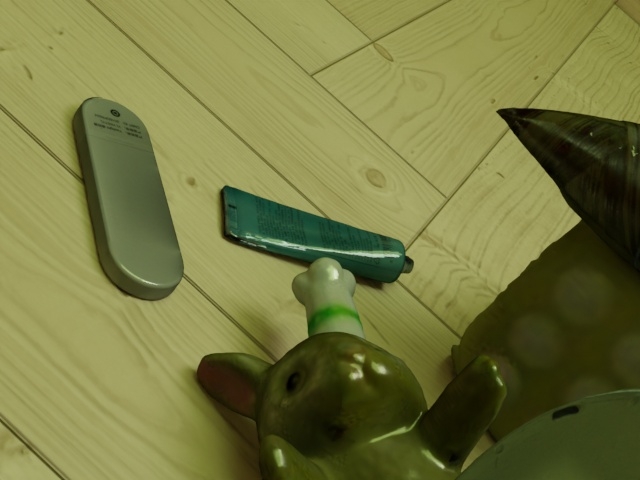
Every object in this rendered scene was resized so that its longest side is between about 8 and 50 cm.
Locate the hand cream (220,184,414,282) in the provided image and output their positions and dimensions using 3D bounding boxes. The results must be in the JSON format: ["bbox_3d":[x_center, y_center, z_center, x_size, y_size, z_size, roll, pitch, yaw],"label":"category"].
[{"bbox_3d":[0.000,0.000,1.016,0.224,0.048,0.083,18,37,-23],"label":"hand cream"}]

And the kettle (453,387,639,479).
[{"bbox_3d":[0.229,0.242,0.508,0.318,0.265,0.205,51,5,-11],"label":"kettle"}]

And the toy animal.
[{"bbox_3d":[0.025,0.146,0.711,0.181,0.180,0.363,-13,60,-23],"label":"toy animal"}]

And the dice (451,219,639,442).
[{"bbox_3d":[0.300,0.112,0.999,0.233,0.238,0.227,-13,58,-51],"label":"dice"}]

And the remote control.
[{"bbox_3d":[-0.179,-0.045,0.895,0.077,0.022,0.245,16,39,-38],"label":"remote control"}]

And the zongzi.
[{"bbox_3d":[0.320,-0.051,0.891,0.300,0.138,0.286,36,26,16],"label":"zongzi"}]
